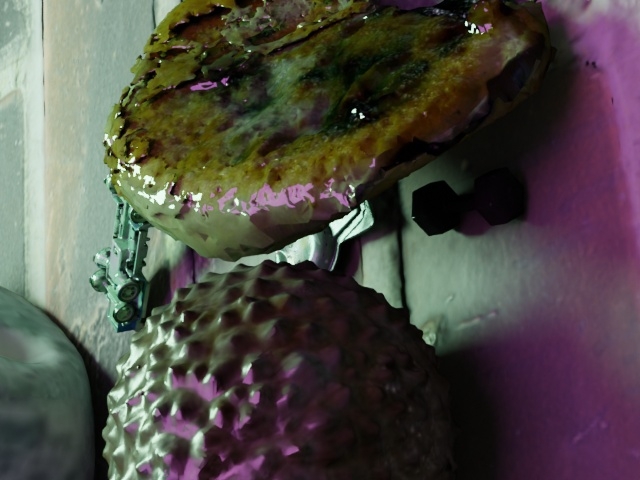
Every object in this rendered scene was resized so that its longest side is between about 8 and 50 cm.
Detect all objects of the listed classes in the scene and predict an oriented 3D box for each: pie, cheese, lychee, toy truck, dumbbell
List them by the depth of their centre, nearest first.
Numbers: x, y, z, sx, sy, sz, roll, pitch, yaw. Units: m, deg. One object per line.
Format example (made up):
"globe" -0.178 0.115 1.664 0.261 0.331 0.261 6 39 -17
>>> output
"lychee" -0.034 0.141 0.892 0.255 0.274 0.255 3 99 21
"dumbbell" 0.102 -0.026 0.931 0.083 0.040 0.036 -10 44 47
"pie" -0.018 -0.110 0.971 0.371 0.078 0.296 18 59 46
"cheese" 0.000 0.000 1.049 0.120 0.026 0.067 -46 50 31
"toy truck" -0.153 0.003 1.204 0.067 0.081 0.175 49 136 44

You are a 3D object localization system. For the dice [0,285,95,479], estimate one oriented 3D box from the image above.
"dice" -0.436 0.202 1.272 0.348 0.330 0.327 35 107 49
